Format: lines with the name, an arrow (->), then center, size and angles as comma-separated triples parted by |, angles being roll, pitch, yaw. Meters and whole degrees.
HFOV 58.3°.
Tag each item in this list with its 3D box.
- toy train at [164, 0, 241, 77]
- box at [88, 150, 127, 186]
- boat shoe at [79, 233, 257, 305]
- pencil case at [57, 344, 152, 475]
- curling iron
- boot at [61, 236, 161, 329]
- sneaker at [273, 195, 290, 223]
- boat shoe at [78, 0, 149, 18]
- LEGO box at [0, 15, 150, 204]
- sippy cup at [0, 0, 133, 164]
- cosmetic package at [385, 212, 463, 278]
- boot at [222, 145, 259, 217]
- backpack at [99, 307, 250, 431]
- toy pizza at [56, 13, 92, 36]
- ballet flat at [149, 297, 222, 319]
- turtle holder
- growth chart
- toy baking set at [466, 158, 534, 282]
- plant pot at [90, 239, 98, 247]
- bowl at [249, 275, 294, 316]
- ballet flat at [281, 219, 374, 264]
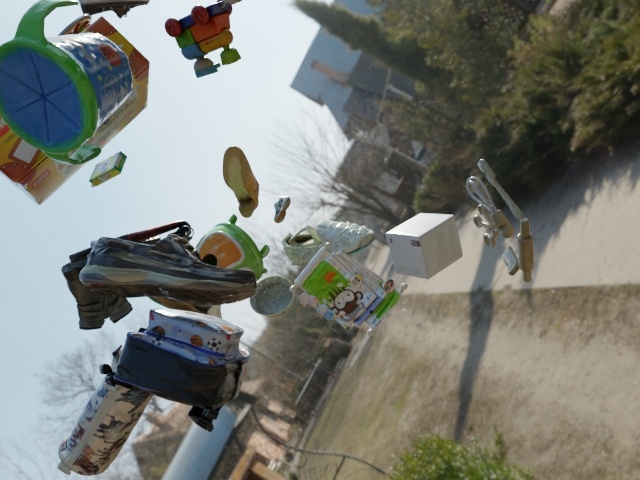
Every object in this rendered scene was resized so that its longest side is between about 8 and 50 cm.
toy train -> -0.212, -0.450, 1.252 | 0.105, 0.248, 0.143 | -46, -58, -46
box -> -0.880, -0.290, 2.356 | 0.179, 0.043, 0.105 | -22, 45, 28
boat shoe -> -0.304, 0.051, 1.180 | 0.132, 0.356, 0.130 | 119, 156, -67
pencil case -> -0.597, 0.488, 1.634 | 0.410, 0.160, 0.183 | -56, -21, 17
curling iron -> -0.411, 0.003, 1.268 | 0.274, 0.068, 0.035 | -13, -49, -26
boot -> -0.464, 0.093, 1.322 | 0.246, 0.083, 0.161 | -30, -62, -42
sneaker -> -0.108, -0.080, 1.510 | 0.032, 0.037, 0.083 | 67, -141, -52
boat shoe -> -0.678, -0.775, 1.905 | 0.229, 0.080, 0.076 | -16, -64, -27
LEGO box -> -0.756, -0.367, 1.717 | 0.500, 0.193, 0.372 | -49, 9, -17
sippy cup -> -0.526, -0.333, 1.220 | 0.305, 0.240, 0.224 | -43, 11, 34
cosmetic package -> 0.340, 0.014, 1.874 | 0.184, 0.151, 0.151 | -28, 21, -32
boot -> -0.297, -0.247, 2.186 | 0.211, 0.104, 0.295 | -91, -8, -62
backpack -> -0.282, 0.261, 1.255 | 0.263, 0.277, 0.213 | 58, -127, -74
toy pizza -> -0.772, -0.619, 1.775 | 0.201, 0.032, 0.201 | -40, 19, 16
ballet flat -> -0.393, 0.191, 1.802 | 0.124, 0.342, 0.116 | -43, 39, 4
turtle holder -> -0.339, 0.085, 1.960 | 0.227, 0.243, 0.320 | -43, 10, -34
growth chart -> 0.061, 0.118, 1.349 | 0.172, 0.237, 0.021 | -60, -6, 0
toy baking set -> 0.361, -0.032, 1.165 | 0.030, 0.197, 0.256 | -28, -46, -10
plant pot -> -0.841, 0.103, 2.426 | 0.212, 0.236, 0.235 | 59, -152, -78
bowl -> -0.169, 0.221, 2.107 | 0.170, 0.170, 0.080 | -60, -28, -28
ballet flat -> 0.000, 0.000, 1.965 | 0.409, 0.147, 0.147 | -17, 34, 48
